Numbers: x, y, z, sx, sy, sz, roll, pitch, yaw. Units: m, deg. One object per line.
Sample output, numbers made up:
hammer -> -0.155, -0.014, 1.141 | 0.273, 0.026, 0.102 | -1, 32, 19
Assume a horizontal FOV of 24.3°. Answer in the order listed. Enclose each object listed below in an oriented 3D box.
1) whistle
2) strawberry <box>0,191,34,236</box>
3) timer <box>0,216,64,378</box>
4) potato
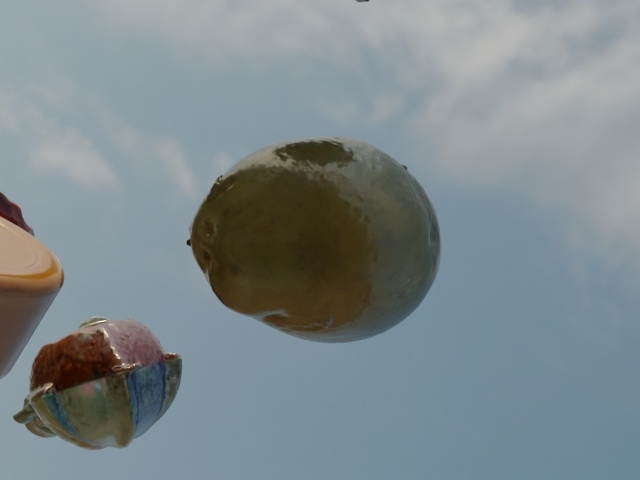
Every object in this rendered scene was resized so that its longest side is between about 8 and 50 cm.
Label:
whistle -> -0.244, 0.156, 1.544 | 0.133, 0.142, 0.346 | 52, -26, -6
strawberry -> -0.404, 0.032, 1.246 | 0.149, 0.336, 0.265 | -142, -134, -84
timer -> -0.206, 0.059, 0.690 | 0.132, 0.132, 0.152 | 32, -76, 43
potato -> 0.000, 0.000, 1.311 | 0.160, 0.235, 0.177 | 145, -60, -64
